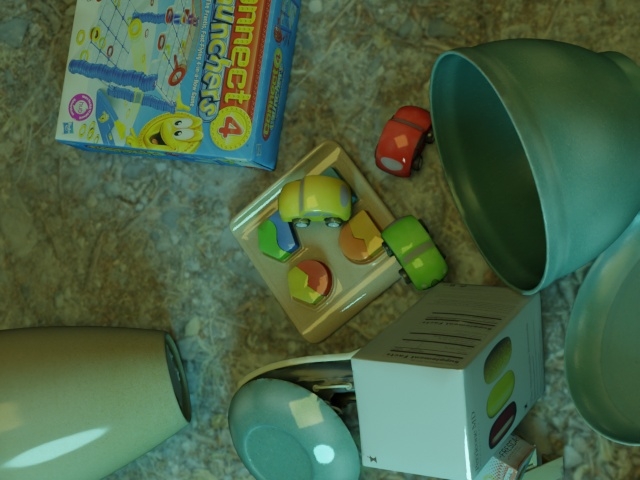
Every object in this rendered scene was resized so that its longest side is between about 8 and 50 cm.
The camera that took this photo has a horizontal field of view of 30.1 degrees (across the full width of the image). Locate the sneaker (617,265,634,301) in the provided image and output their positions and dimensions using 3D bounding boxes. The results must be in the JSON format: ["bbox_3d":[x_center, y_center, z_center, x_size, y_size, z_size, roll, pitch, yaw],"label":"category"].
[{"bbox_3d":[0.432,0.051,1.391,0.170,0.068,0.071,1,79,20],"label":"sneaker"}]

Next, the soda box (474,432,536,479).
[{"bbox_3d":[0.191,0.307,1.412,0.063,0.058,0.183,29,125,19],"label":"soda box"}]

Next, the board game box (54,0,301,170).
[{"bbox_3d":[-0.192,-0.265,1.633,0.302,0.086,0.308,7,87,20],"label":"board game box"}]

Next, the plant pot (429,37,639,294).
[{"bbox_3d":[0.275,-0.108,1.371,0.196,0.293,0.293,-21,77,-11],"label":"plant pot"}]

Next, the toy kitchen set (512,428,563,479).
[{"bbox_3d":[0.248,0.267,1.457,0.068,0.075,0.083,-17,116,-19],"label":"toy kitchen set"}]

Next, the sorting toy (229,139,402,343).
[{"bbox_3d":[0.000,0.000,1.564,0.193,0.038,0.208,-40,73,12],"label":"sorting toy"}]

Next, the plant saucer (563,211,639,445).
[{"bbox_3d":[0.391,0.077,1.278,0.317,0.044,0.317,-43,31,34],"label":"plant saucer"}]

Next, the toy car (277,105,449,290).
[{"bbox_3d":[0.085,-0.040,1.497,0.239,0.053,0.225,-33,69,-1],"label":"toy car"}]

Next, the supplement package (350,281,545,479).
[{"bbox_3d":[0.153,0.154,1.359,0.134,0.244,0.139,3,110,29],"label":"supplement package"}]

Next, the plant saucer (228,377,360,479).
[{"bbox_3d":[-0.044,0.265,1.499,0.195,0.037,0.195,17,125,25],"label":"plant saucer"}]

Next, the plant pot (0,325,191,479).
[{"bbox_3d":[-0.318,0.215,1.565,0.274,0.256,0.256,-14,80,2],"label":"plant pot"}]

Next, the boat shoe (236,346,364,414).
[{"bbox_3d":[0.017,0.189,1.513,0.255,0.095,0.079,-11,70,9],"label":"boat shoe"}]
